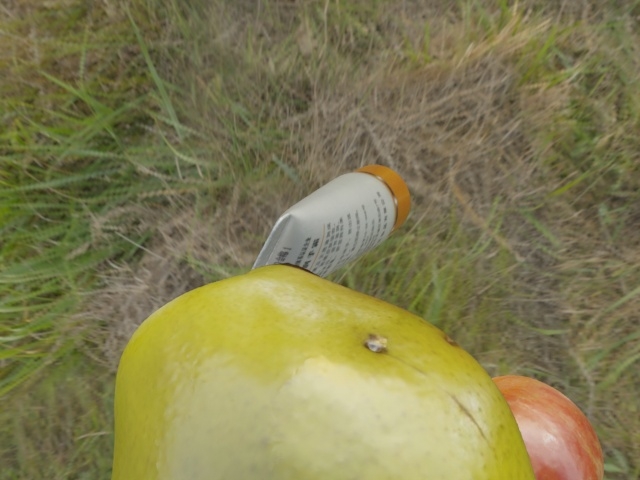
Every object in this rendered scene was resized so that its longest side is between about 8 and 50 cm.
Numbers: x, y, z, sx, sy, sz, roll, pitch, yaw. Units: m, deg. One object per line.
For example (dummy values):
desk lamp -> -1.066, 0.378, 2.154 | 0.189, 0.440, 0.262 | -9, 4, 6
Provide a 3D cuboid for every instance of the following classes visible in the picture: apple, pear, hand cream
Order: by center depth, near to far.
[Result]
pear -> -0.027, 0.209, 0.820 | 0.340, 0.191, 0.386 | -45, 75, 22
apple -> 0.183, 0.239, 1.146 | 0.209, 0.209, 0.164 | -38, 91, -5
hand cream -> 0.000, 0.000, 1.166 | 0.089, 0.314, 0.139 | 34, 115, 12
